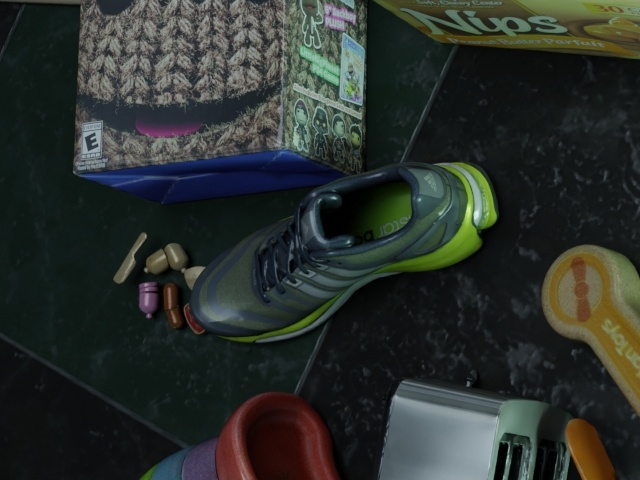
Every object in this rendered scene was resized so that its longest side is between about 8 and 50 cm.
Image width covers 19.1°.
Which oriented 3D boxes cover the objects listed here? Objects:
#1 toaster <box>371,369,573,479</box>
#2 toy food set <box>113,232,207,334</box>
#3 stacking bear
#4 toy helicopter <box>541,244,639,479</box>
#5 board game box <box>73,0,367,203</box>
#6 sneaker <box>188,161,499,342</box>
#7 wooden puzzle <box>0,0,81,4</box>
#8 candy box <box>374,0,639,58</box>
[{"bbox_3d":[0.118,0.194,1.531,0.110,0.168,0.185,7,84,29],"label":"toaster"},{"bbox_3d":[-0.135,0.048,1.800,0.122,0.019,0.078,36,99,24],"label":"toy food set"},{"bbox_3d":[-0.123,0.277,1.666,0.289,0.164,0.175,-37,63,24],"label":"stacking bear"},{"bbox_3d":[0.275,0.146,1.493,0.235,0.140,0.355,-52,48,21],"label":"toy helicopter"},{"bbox_3d":[-0.090,-0.197,1.754,0.232,0.141,0.291,-6,76,29],"label":"board game box"},{"bbox_3d":[0.000,0.000,1.668,0.300,0.121,0.111,-27,66,23],"label":"sneaker"},{"bbox_3d":[-0.303,-0.367,1.976,0.221,0.044,0.238,7,83,31],"label":"wooden puzzle"},{"bbox_3d":[0.200,-0.214,1.560,0.316,0.183,0.087,10,83,32],"label":"candy box"}]
